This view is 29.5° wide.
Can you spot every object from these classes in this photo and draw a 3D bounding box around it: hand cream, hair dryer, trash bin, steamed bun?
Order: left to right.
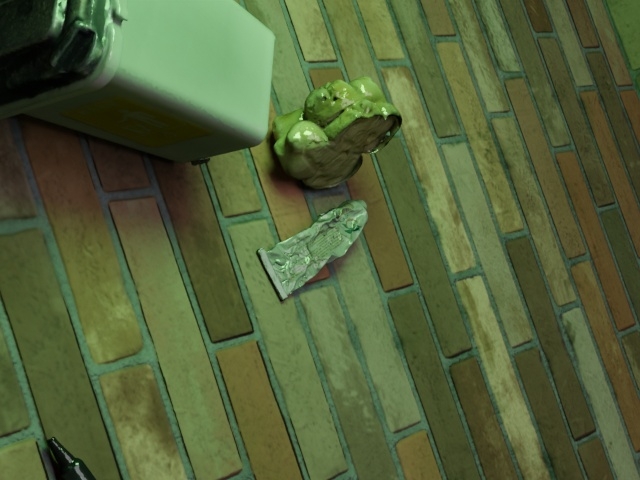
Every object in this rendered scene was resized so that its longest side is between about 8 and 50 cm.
[{"bbox_3d":[-0.244,0.304,1.423,0.173,0.050,0.194,-23,87,-54],"label":"hair dryer"},{"bbox_3d":[-0.238,-0.263,1.539,0.368,0.256,0.296,23,63,-48],"label":"trash bin"},{"bbox_3d":[0.003,-0.001,1.844,0.257,0.050,0.084,-36,103,-47],"label":"hand cream"},{"bbox_3d":[0.009,-0.172,1.841,0.192,0.177,0.106,-2,52,-50],"label":"steamed bun"}]
